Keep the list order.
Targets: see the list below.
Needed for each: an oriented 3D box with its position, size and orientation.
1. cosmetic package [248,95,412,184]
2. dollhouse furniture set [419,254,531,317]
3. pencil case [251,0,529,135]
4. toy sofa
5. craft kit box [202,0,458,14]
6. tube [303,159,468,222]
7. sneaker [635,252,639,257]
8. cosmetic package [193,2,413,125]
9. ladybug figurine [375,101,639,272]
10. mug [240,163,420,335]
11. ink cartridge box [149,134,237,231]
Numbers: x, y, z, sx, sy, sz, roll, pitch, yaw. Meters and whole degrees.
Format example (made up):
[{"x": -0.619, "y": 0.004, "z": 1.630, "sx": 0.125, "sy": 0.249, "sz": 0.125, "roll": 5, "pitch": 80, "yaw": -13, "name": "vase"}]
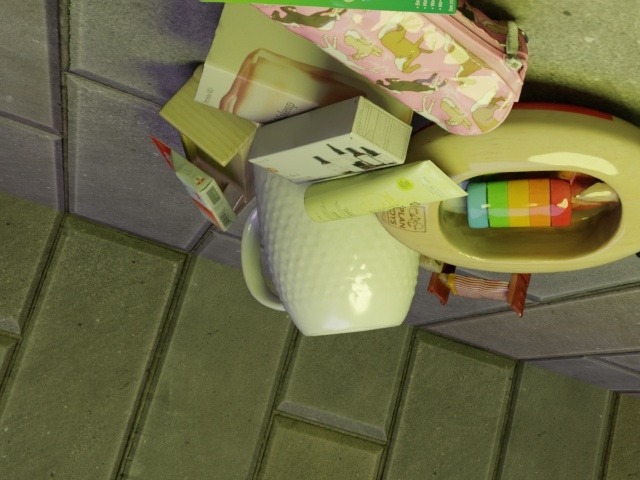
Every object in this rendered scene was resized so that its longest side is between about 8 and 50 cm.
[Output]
[{"x": 0.007, "y": -0.133, "z": 1.166, "sx": 0.099, "sy": 0.060, "sz": 0.239, "roll": 27, "pitch": 161, "yaw": -33, "name": "cosmetic package"}, {"x": 0.309, "y": 0.032, "z": 1.798, "sx": 0.201, "sy": 0.152, "sz": 0.374, "roll": 7, "pitch": 163, "yaw": 31, "name": "dollhouse furniture set"}, {"x": 0.068, "y": -0.263, "z": 0.944, "sx": 0.386, "sy": 0.160, "sz": 0.167, "roll": 25, "pitch": 129, "yaw": -32, "name": "pencil case"}, {"x": -0.169, "y": -0.189, "z": 1.549, "sx": 0.150, "sy": 0.177, "sz": 0.362, "roll": 39, "pitch": 167, "yaw": 7, "name": "toy sofa"}, {"x": -0.006, "y": -0.299, "z": 0.678, "sx": 0.247, "sy": 0.061, "sz": 0.250, "roll": 8, "pitch": 150, "yaw": 13, "name": "craft kit box"}, {"x": 0.080, "y": -0.069, "z": 1.167, "sx": 0.240, "sy": 0.062, "sz": 0.070, "roll": -9, "pitch": -171, "yaw": 42, "name": "tube"}, {"x": 0.561, "y": -0.029, "z": 1.368, "sx": 0.079, "sy": 0.121, "sz": 0.217, "roll": 8, "pitch": 164, "yaw": 23, "name": "sneaker"}, {"x": -0.019, "y": -0.230, "z": 1.205, "sx": 0.296, "sy": 0.129, "sz": 0.153, "roll": 18, "pitch": 166, "yaw": -9, "name": "cosmetic package"}, {"x": 0.292, "y": -0.088, "z": 1.235, "sx": 0.450, "sy": 0.162, "sz": 0.305, "roll": 2, "pitch": 139, "yaw": 11, "name": "ladybug figurine"}, {"x": 0.000, "y": 0.000, "z": 1.454, "sx": 0.374, "sy": 0.328, "sz": 0.276, "roll": -14, "pitch": 169, "yaw": 40, "name": "mug"}, {"x": -0.248, "y": -0.106, "z": 1.559, "sx": 0.179, "sy": 0.045, "sz": 0.145, "roll": 32, "pitch": 164, "yaw": 27, "name": "ink cartridge box"}]
